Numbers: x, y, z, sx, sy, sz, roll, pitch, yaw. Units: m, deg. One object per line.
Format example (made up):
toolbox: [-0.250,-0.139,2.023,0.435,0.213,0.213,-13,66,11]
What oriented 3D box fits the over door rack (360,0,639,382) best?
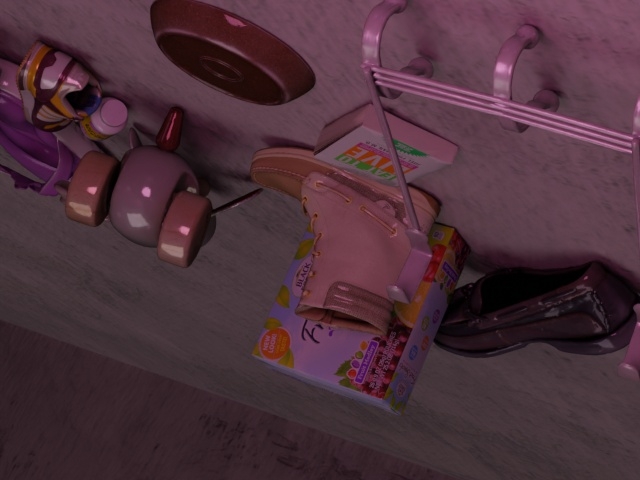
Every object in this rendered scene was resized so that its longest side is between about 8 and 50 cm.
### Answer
over door rack: [0.164,-0.050,1.312,0.239,0.108,0.324,18,145,22]

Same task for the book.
book: [0.061,-0.089,1.575,0.096,0.035,0.144,24,166,-14]

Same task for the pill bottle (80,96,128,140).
pill bottle: [-0.246,-0.140,1.876,0.043,0.043,0.083,28,166,-16]

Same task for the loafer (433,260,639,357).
loafer: [0.217,0.061,1.773,0.302,0.109,0.095,-3,131,51]

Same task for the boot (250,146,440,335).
boot: [0.000,0.000,1.719,0.213,0.165,0.077,19,165,16]

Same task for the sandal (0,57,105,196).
sandal: [-0.377,-0.119,2.054,0.169,0.102,0.416,21,166,15]

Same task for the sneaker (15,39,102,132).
sneaker: [-0.283,-0.155,1.830,0.084,0.069,0.185,28,168,8]

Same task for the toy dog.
toy dog: [-0.176,-0.070,1.894,0.220,0.161,0.333,23,-178,-13]

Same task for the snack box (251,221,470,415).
snack box: [0.045,0.068,1.819,0.174,0.207,0.070,17,165,29]

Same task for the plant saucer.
plant saucer: [-0.087,-0.169,1.524,0.168,0.029,0.168,22,167,5]
